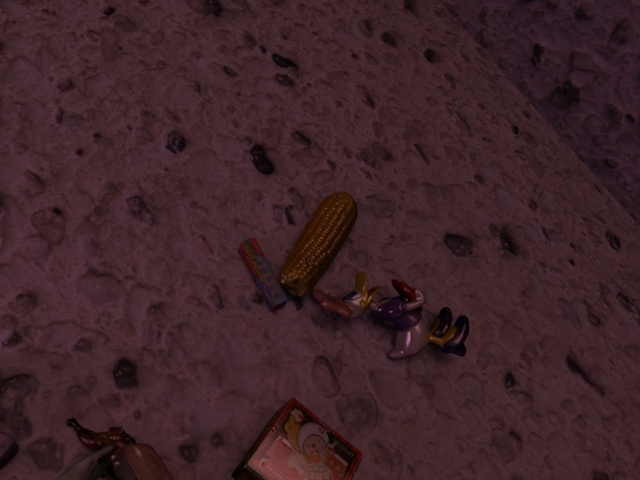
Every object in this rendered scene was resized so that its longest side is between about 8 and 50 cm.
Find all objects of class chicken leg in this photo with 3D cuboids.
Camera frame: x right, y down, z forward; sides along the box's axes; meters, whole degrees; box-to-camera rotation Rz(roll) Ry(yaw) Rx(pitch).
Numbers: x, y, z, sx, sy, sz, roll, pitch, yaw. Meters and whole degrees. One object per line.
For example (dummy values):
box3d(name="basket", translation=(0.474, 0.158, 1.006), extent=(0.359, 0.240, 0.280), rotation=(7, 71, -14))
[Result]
box3d(name="chicken leg", translation=(-0.446, 0.398, 1.077), extent=(0.145, 0.037, 0.062), rotation=(17, 34, -13))

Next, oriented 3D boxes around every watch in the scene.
box3d(name="watch", translation=(-0.376, 0.489, 0.902), extent=(0.253, 0.162, 0.241), rotation=(40, 22, 32))

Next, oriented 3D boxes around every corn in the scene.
box3d(name="corn", translation=(0.000, 0.000, 1.452), extent=(0.120, 0.120, 0.363), rotation=(34, 55, 0))

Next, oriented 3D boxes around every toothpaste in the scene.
box3d(name="toothpaste", translation=(-0.147, 0.082, 1.369), extent=(0.044, 0.070, 0.193), rotation=(-20, 70, -29))

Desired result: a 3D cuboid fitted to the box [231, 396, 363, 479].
box3d(name="box", translation=(-0.049, 0.473, 1.124), extent=(0.195, 0.148, 0.177), rotation=(39, 53, 3))

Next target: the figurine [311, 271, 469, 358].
box3d(name="figurine", translation=(0.188, 0.199, 1.396), extent=(0.420, 0.154, 0.193), rotation=(30, 88, -13))

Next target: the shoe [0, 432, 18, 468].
box3d(name="shoe", translation=(-0.688, 0.407, 0.942), extent=(0.137, 0.095, 0.245), rotation=(44, 51, 11))
